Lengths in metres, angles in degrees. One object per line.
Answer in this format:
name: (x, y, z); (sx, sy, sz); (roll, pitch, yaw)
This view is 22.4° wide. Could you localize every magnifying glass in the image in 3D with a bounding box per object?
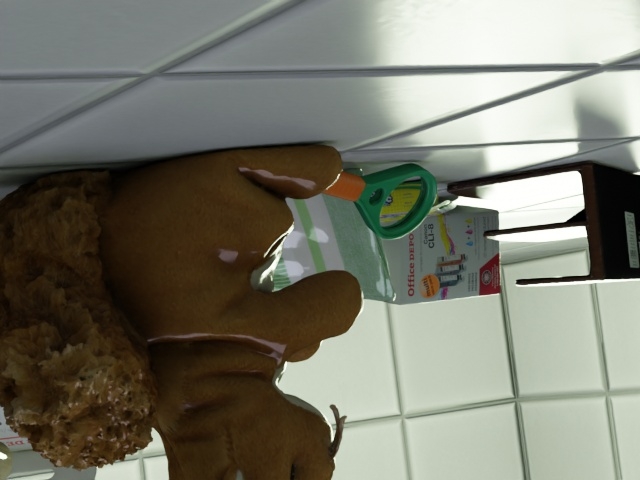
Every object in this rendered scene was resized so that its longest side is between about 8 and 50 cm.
magnifying glass: (0.052, -0.053, 1.768); (0.026, 0.092, 0.231); (40, -164, 32)

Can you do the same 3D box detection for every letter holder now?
letter holder: (0.309, -0.011, 2.195); (0.214, 0.152, 0.302); (-7, 176, 22)

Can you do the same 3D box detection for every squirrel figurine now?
squirrel figurine: (-0.152, 0.115, 1.571); (0.397, 0.370, 0.281); (-4, 175, -32)

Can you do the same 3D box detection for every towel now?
towel: (-0.090, 0.019, 1.891); (0.325, 0.038, 0.248); (-8, 143, 9)

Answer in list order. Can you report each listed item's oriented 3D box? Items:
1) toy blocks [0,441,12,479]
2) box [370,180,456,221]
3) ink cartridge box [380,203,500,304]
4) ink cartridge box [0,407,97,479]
toy blocks: (-0.460, 0.119, 1.370); (0.309, 0.288, 0.260); (-21, 165, 0)
box: (0.079, -0.046, 2.063); (0.179, 0.043, 0.105); (-5, 176, 13)
ink cartridge box: (0.154, 0.018, 2.339); (0.176, 0.128, 0.127); (-6, -172, -28)
ink cartridge box: (-0.395, 0.174, 2.197); (0.207, 0.353, 0.119); (-8, 138, 11)
